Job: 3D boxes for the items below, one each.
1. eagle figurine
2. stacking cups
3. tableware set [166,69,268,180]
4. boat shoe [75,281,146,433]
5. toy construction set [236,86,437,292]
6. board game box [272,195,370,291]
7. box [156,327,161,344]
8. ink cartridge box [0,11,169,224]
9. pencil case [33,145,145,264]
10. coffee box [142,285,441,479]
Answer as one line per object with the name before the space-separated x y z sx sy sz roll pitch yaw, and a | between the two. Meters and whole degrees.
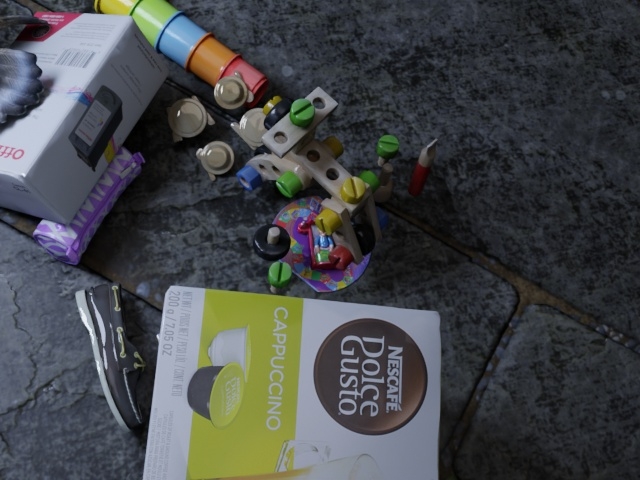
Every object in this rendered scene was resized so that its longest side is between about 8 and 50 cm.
eagle figurine | -0.546 -0.300 1.263 0.225 0.298 0.226 13 73 44
stacking cups | -0.229 -0.338 1.535 0.316 0.096 0.096 35 67 2
tableware set | -0.158 -0.191 1.472 0.168 0.020 0.141 -32 90 -1
boat shoe | -0.293 0.165 1.311 0.068 0.081 0.228 -19 69 -11
toy construction set | 0.033 -0.114 1.355 0.308 0.237 0.257 -16 64 -17
board game box | 0.000 0.000 1.447 0.168 0.033 0.133 39 68 9
box | -0.190 0.177 1.351 0.081 0.028 0.136 -20 69 -15
ink cartridge box | -0.409 -0.196 1.374 0.226 0.131 0.306 13 64 32
pencil case | -0.354 -0.060 1.392 0.088 0.086 0.206 16 64 29
coffee box | -0.049 0.270 1.144 0.334 0.338 0.338 6 71 -8
